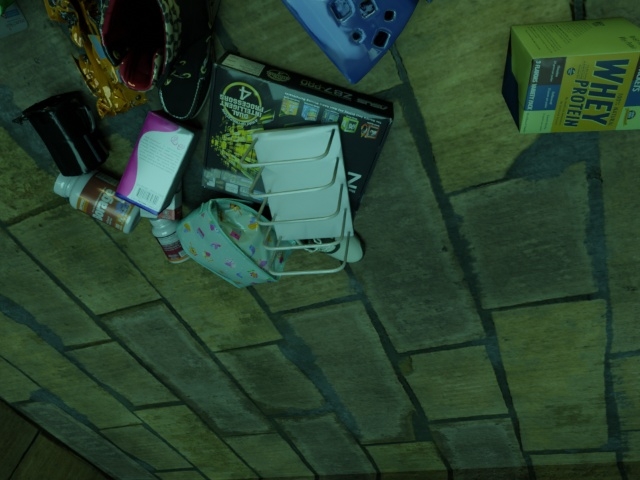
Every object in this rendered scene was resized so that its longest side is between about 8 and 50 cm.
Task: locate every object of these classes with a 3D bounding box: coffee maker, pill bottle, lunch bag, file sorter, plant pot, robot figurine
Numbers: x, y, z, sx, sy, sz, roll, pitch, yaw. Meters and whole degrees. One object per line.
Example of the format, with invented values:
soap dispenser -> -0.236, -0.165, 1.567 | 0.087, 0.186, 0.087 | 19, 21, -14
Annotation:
coffee maker -> -0.627, -0.247, 1.090 | 0.120, 0.171, 0.178 | 14, 134, 36
pill bottle -> -0.432, -0.015, 1.297 | 0.085, 0.086, 0.152 | -6, 127, 16
lunch bag -> -0.236, -0.002, 1.189 | 0.262, 0.160, 0.223 | 40, 147, -24
file sorter -> -0.043, -0.085, 0.970 | 0.192, 0.173, 0.278 | -4, 122, 11
pill bottle -> -0.596, -0.118, 1.221 | 0.216, 0.121, 0.121 | 28, 129, -12
plant pot -> 0.060, -0.449, 0.760 | 0.212, 0.236, 0.236 | -37, 116, 25
robot figurine -> -0.467, -0.409, 0.921 | 0.211, 0.085, 0.291 | 3, 121, 48

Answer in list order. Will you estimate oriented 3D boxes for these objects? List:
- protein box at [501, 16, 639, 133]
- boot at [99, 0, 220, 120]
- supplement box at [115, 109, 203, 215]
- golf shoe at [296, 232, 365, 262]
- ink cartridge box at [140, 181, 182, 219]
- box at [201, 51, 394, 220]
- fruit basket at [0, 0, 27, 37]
protein box -> 0.460, -0.302, 0.815 | 0.201, 0.200, 0.136 | 0, 129, 10
boot -> -0.295, -0.359, 0.859 | 0.138, 0.284, 0.378 | 22, 130, -8
supplement box -> -0.386, -0.190, 1.080 | 0.111, 0.114, 0.220 | 27, 106, -11
golf shoe -> 0.000, 0.000, 1.207 | 0.272, 0.120, 0.105 | 31, 126, -16
ink cartridge box -> -0.425, -0.130, 1.193 | 0.099, 0.056, 0.136 | 7, 107, 6
box -> -0.066, -0.221, 1.052 | 0.394, 0.097, 0.318 | 16, 132, -4
fruit basket -> -0.745, -0.499, 0.793 | 0.165, 0.353, 0.327 | 7, 132, 24
